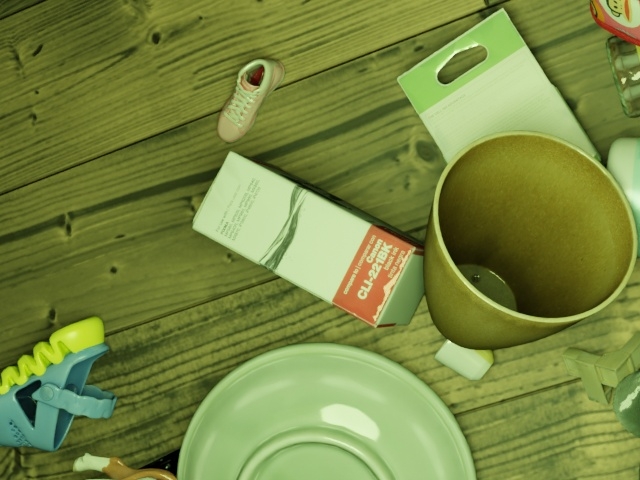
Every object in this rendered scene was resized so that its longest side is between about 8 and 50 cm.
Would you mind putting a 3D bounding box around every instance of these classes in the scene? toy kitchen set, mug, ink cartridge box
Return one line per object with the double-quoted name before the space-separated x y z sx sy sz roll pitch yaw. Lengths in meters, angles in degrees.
"toy kitchen set" 0.367 0.158 1.590 0.083 0.075 0.068 13 135 48
"mug" 0.194 0.142 1.624 0.064 0.062 0.078 39 119 6
"ink cartridge box" 0.230 -0.153 1.623 0.171 0.056 0.235 -33 78 14
"ink cartridge box" 0.000 0.000 1.615 0.273 0.197 0.114 27 95 16

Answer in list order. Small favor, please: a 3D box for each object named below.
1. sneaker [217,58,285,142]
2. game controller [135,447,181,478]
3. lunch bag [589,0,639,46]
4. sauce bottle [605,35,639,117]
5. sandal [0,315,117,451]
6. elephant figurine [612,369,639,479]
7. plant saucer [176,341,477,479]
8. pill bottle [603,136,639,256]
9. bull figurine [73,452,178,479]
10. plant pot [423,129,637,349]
"sneaker" -0.105 -0.194 1.720 0.051 0.070 0.134 40 101 12
"game controller" -0.172 0.368 1.727 0.319 0.067 0.166 -28 81 15
"lunch bag" 0.474 -0.334 1.447 0.293 0.120 0.258 -45 50 -10
"sauce bottle" 0.523 -0.236 1.505 0.344 0.111 0.111 -13 85 18
"sandal" -0.412 0.244 1.779 0.317 0.126 0.138 -35 83 15
"elephant figurine" 0.437 0.202 1.499 0.169 0.186 0.239 -16 86 26
"plant saucer" 0.000 0.334 1.615 0.400 0.100 0.401 1 98 9
"pill bottle" 0.476 -0.047 1.497 0.264 0.146 0.146 4 90 16
"bull figurine" -0.265 0.434 1.683 0.188 0.101 0.310 14 105 10
"plant pot" 0.217 0.035 1.506 0.237 0.254 0.237 5 63 -10
